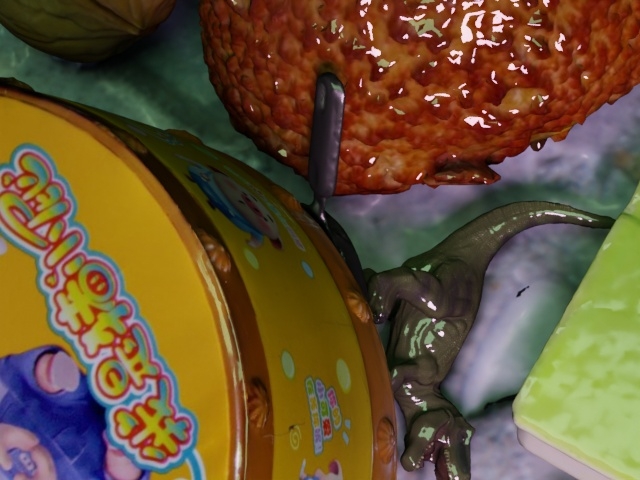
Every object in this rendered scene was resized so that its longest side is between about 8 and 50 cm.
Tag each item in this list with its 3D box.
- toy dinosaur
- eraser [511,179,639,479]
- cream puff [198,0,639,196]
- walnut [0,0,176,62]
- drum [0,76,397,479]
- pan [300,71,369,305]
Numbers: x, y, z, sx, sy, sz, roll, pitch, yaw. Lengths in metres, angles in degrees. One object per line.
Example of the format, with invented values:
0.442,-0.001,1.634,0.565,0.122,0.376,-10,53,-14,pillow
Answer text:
0.101,0.066,1.293,0.179,0.087,0.187,2,89,-22,toy dinosaur
0.281,0.097,1.215,0.274,0.092,0.210,26,78,18,eraser
0.068,-0.197,1.278,0.350,0.228,0.350,-3,74,11,cream puff
-0.172,-0.223,1.365,0.167,0.167,0.207,-29,72,0,walnut
-0.179,0.118,1.163,0.431,0.214,0.431,-3,82,25,drum
0.000,0.000,1.246,0.028,0.235,0.136,-9,36,-27,pan
